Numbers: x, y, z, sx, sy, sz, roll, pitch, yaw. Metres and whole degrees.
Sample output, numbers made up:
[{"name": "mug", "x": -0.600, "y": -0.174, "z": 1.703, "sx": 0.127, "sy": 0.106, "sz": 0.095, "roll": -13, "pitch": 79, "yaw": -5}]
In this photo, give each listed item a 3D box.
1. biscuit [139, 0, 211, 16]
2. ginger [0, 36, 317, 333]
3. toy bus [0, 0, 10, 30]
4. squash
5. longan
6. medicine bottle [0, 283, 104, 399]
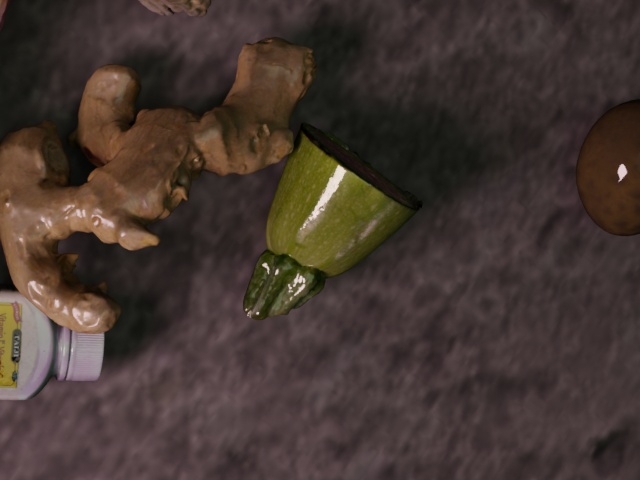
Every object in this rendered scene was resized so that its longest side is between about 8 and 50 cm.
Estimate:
[{"name": "biscuit", "x": -0.124, "y": -0.224, "z": 0.813, "sx": 0.061, "sy": 0.239, "sz": 0.108, "roll": 18, "pitch": 87, "yaw": 26}, {"name": "ginger", "x": -0.117, "y": -0.064, "z": 0.882, "sx": 0.149, "sy": 0.065, "sz": 0.259, "roll": 39, "pitch": 72, "yaw": 12}, {"name": "toy bus", "x": -0.236, "y": -0.177, "z": 0.836, "sx": 0.112, "sy": 0.090, "sz": 0.274, "roll": 20, "pitch": 89, "yaw": -12}, {"name": "squash", "x": -0.005, "y": -0.001, "z": 0.935, "sx": 0.105, "sy": 0.105, "sz": 0.132, "roll": 31, "pitch": 100, "yaw": -18}, {"name": "longan", "x": 0.243, "y": -0.054, "z": 1.003, "sx": 0.113, "sy": 0.092, "sz": 0.113, "roll": -38, "pitch": 146, "yaw": -32}, {"name": "medicine bottle", "x": -0.207, "y": 0.067, "z": 0.884, "sx": 0.117, "sy": 0.055, "sz": 0.074, "roll": 4, "pitch": 91, "yaw": -19}]
